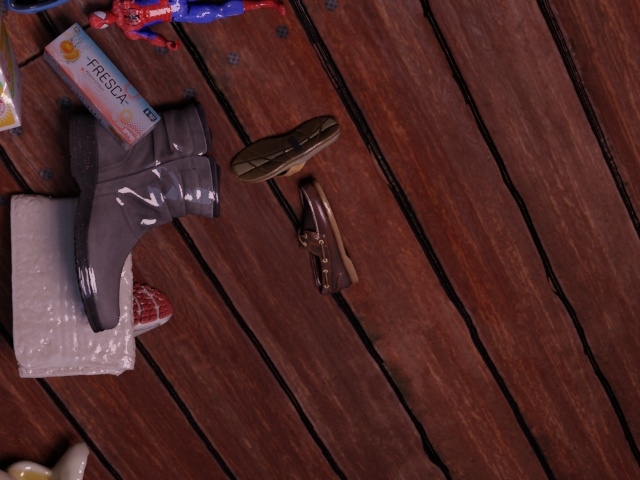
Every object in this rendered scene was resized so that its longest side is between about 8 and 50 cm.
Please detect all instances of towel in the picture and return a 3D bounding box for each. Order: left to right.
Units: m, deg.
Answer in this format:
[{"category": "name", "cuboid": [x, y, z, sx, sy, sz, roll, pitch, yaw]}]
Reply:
[{"category": "towel", "cuboid": [-0.377, 0.069, 1.919, 0.187, 0.049, 0.282, 0, 90, -10]}]

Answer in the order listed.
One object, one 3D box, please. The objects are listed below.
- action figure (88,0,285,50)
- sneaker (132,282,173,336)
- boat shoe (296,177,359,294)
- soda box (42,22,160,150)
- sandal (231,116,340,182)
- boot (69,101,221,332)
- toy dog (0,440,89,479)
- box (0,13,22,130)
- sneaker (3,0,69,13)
[{"category": "action figure", "cuboid": [-0.188, -0.324, 1.769, 0.280, 0.139, 0.091, -10, 117, -4]}, {"category": "sneaker", "cuboid": [-0.347, 0.136, 2.009, 0.225, 0.088, 0.092, -15, 142, -7]}, {"category": "boat shoe", "cuboid": [0.000, 0.000, 2.007, 0.073, 0.073, 0.207, -22, 119, -3]}, {"category": "soda box", "cuboid": [-0.313, -0.218, 1.789, 0.063, 0.058, 0.183, -42, 95, -16]}, {"category": "sandal", "cuboid": [-0.048, -0.131, 1.940, 0.180, 0.072, 0.049, -26, 141, -3]}, {"category": "boot", "cuboid": [-0.252, -0.035, 1.854, 0.223, 0.118, 0.338, -3, 94, -10]}, {"category": "toy dog", "cuboid": [-0.623, 0.443, 2.020, 0.408, 0.284, 0.395, 18, 148, -22]}, {"category": "box", "cuboid": [-0.476, -0.223, 1.714, 0.114, 0.203, 0.103, -15, 119, -4]}, {"category": "sneaker", "cuboid": [-0.340, -0.366, 1.742, 0.209, 0.082, 0.069, -22, 117, -2]}]
